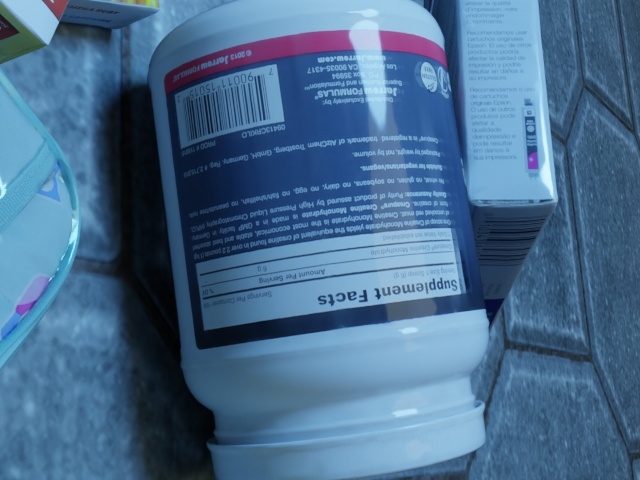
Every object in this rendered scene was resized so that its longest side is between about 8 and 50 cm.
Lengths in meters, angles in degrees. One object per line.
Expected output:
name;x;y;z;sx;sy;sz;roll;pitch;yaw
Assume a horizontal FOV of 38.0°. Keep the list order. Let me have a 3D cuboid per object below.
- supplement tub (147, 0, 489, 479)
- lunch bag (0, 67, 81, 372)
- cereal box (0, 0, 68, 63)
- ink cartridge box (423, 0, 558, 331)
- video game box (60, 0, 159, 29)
supplement tub;0.000;0.000;0.581;0.191;0.191;0.272;1;79;-58
lunch bag;-0.208;0.004;0.324;0.224;0.107;0.279;58;37;-30
cereal box;-0.163;-0.228;0.439;0.173;0.047;0.240;46;43;-44
ink cartridge box;0.130;-0.114;0.798;0.324;0.071;0.330;84;7;-69
video game box;-0.181;-0.226;0.502;0.187;0.048;0.205;-14;92;-56
